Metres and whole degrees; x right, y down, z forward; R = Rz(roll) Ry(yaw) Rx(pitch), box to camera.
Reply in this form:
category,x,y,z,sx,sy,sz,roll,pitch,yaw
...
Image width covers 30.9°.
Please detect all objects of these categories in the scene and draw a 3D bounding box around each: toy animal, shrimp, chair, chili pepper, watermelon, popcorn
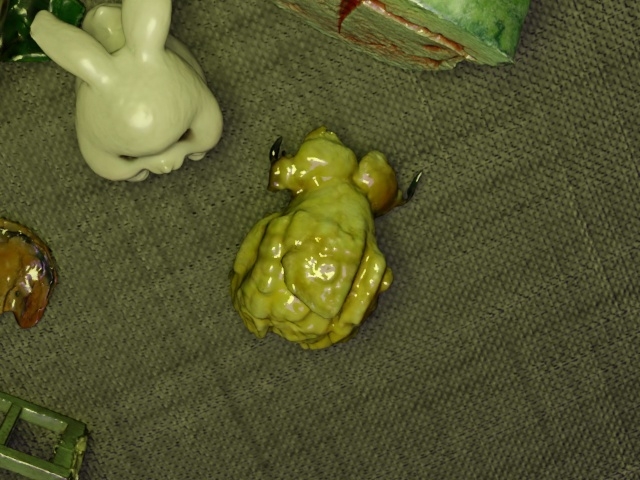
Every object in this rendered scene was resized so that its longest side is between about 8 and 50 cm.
category,x,y,z,sx,sy,sz,roll,pitch,yaw
toy animal,-0.167,-0.144,1.041,0.127,0.193,0.179,-21,95,0
shrimp,-0.353,0.101,1.140,0.117,0.066,0.262,26,101,-9
chair,-0.260,0.266,1.146,0.270,0.136,0.147,24,101,-8
chili pepper,-0.246,-0.277,1.057,0.099,0.083,0.253,19,104,-12
watermelon,0.080,-0.263,1.071,0.212,0.201,0.262,22,57,-8
popcorn,0.000,0.006,1.110,0.173,0.168,0.195,8,64,5

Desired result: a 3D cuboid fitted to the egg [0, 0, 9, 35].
category,x,y,z,sx,sy,sz,roll,pitch,yaw
egg,-0.397,-0.258,0.940,0.287,0.287,0.380,-1,98,-4
